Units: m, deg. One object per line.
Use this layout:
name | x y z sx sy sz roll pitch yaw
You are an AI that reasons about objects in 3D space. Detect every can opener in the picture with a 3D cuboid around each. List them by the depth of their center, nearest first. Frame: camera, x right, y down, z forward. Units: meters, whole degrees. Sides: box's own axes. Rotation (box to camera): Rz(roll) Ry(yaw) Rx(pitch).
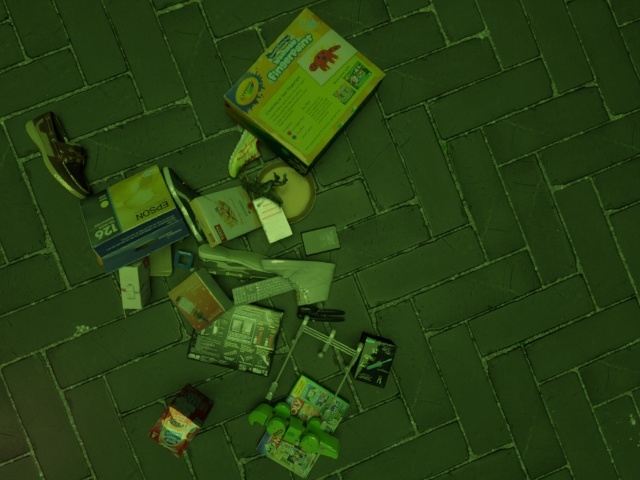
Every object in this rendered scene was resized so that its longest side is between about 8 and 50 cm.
can opener | 0.002 0.277 1.644 0.185 0.073 0.059 12 80 -12

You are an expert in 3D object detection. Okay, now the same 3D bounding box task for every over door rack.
over door rack | -0.021 0.459 1.588 0.239 0.108 0.325 26 89 4

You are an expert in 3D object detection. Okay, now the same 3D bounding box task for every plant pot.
plant pot | -0.135 -0.178 1.656 0.235 0.032 0.237 0 89 -3

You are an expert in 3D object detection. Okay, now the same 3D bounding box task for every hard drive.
hard drive | 0.000 0.000 1.664 0.135 0.022 0.094 -13 90 -3

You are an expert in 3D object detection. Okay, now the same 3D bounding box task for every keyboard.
keyboard | -0.191 0.173 1.603 0.255 0.014 0.072 -15 118 -23

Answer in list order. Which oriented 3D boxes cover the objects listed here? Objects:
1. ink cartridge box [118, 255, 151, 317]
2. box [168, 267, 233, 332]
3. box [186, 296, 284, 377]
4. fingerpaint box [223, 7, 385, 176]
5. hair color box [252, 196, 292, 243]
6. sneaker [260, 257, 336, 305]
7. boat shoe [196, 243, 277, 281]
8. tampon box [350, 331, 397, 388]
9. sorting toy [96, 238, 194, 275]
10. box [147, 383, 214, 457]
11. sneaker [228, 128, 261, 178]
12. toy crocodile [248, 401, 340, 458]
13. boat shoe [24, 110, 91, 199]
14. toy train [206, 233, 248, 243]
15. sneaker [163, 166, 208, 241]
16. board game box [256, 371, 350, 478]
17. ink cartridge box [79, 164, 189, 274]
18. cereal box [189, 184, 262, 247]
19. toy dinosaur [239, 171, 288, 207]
ink cartridge box | -0.647 0.163 1.559 0.067 0.115 0.199 2 110 -4
box | -0.408 0.203 1.520 0.130 0.091 0.171 -39 89 8
box | -0.308 0.340 1.617 0.306 0.076 0.243 13 88 -3
fingerpaint box | -0.057 -0.519 1.579 0.371 0.163 0.445 39 79 -2
hair color box | -0.173 -0.082 1.610 0.093 0.053 0.168 -22 92 -3
sneaker | -0.083 0.150 1.580 0.292 0.108 0.169 8 91 -28
boat shoe | -0.296 0.094 1.611 0.304 0.109 0.091 14 113 -11
tampon box | 0.193 0.435 1.626 0.120 0.101 0.161 18 89 -2
sorting toy | -0.632 0.029 1.608 0.346 0.047 0.196 1 105 -4
box | -0.468 0.605 1.514 0.128 0.257 0.123 37 86 -2
sneaker | -0.268 -0.317 1.628 0.094 0.081 0.209 26 88 -4
toy crocodile | -0.089 0.671 1.560 0.340 0.115 0.105 25 107 0
boat shoe | -0.906 -0.306 1.580 0.123 0.123 0.342 -33 85 -2
toy train | -0.348 -0.016 1.645 0.158 0.027 0.036 -12 86 -3
sneaker | -0.447 -0.156 1.611 0.146 0.104 0.296 -29 93 -8
board game box | -0.064 0.681 1.639 0.213 0.046 0.318 32 88 -3
ink cartridge box | -0.649 -0.081 1.533 0.303 0.072 0.307 -28 59 -10
cereal box | -0.323 -0.091 1.556 0.047 0.240 0.173 -26 92 37
toy dinosaur | -0.178 -0.192 1.570 0.118 0.064 0.268 -43 47 -18
